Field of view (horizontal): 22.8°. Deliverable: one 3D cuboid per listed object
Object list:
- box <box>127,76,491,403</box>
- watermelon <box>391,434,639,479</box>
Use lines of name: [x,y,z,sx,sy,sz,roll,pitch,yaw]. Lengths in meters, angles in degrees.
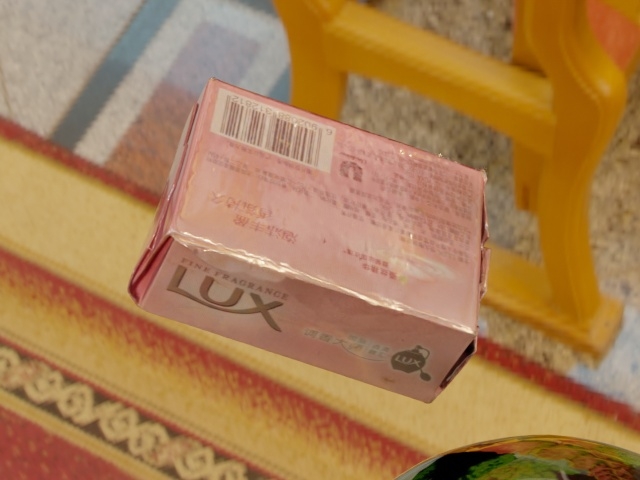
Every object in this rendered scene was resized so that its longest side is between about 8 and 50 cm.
box: [0.000,0.000,0.726,0.156,0.060,0.111,19,44,-9]
watermelon: [0.090,0.213,0.641,0.269,0.269,0.269,-2,60,3]
